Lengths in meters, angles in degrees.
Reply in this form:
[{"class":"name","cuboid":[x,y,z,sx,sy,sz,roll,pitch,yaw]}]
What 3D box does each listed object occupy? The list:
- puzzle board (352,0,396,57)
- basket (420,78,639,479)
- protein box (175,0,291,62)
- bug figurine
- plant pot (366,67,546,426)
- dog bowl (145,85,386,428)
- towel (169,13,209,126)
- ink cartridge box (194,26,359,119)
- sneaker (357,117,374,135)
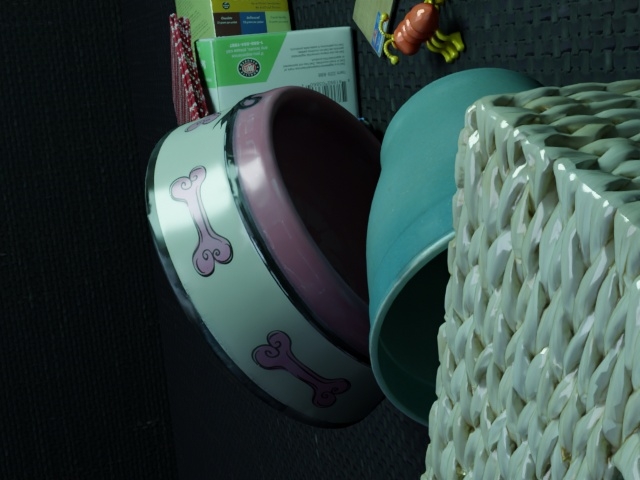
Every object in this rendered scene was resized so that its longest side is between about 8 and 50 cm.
[{"class":"puzzle board","cuboid":[0.075,-0.320,1.273,0.128,0.011,0.096,101,151,-45]},{"class":"basket","cuboid":[0.247,0.096,0.529,0.266,0.331,0.328,-126,34,-55]},{"class":"protein box","cuboid":[-0.154,-0.407,1.642,0.200,0.136,0.201,169,94,-67]},{"class":"bug figurine","cuboid":[0.104,-0.348,1.091,0.216,0.072,0.279,132,126,-65]},{"class":"plant pot","cuboid":[0.161,-0.011,0.848,0.255,0.271,0.272,-98,13,-48]},{"class":"dog bowl","cuboid":[0.000,0.000,1.120,0.150,0.408,0.408,-33,61,27]},{"class":"towel","cuboid":[-0.180,-0.161,1.392,0.199,0.031,0.275,102,156,-57]},{"class":"ink cartridge box","cuboid":[-0.058,-0.155,1.408,0.121,0.211,0.289,-154,58,-66]},{"class":"sneaker","cuboid":[0.063,-0.079,1.354,0.078,0.067,0.188,18,116,44]}]
